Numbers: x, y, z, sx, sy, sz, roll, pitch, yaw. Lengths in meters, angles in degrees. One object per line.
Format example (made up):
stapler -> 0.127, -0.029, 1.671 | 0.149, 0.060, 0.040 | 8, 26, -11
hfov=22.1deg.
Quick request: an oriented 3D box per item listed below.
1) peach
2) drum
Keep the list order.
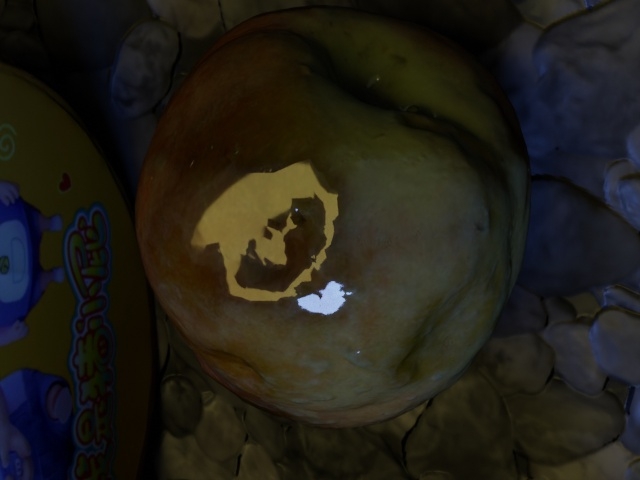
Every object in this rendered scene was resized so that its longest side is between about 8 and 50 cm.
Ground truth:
peach -> 0.000, 0.000, 0.877 | 0.214, 0.214, 0.235 | 29, 125, 21
drum -> -0.296, 0.083, 0.960 | 0.214, 0.431, 0.431 | 4, 107, 30
